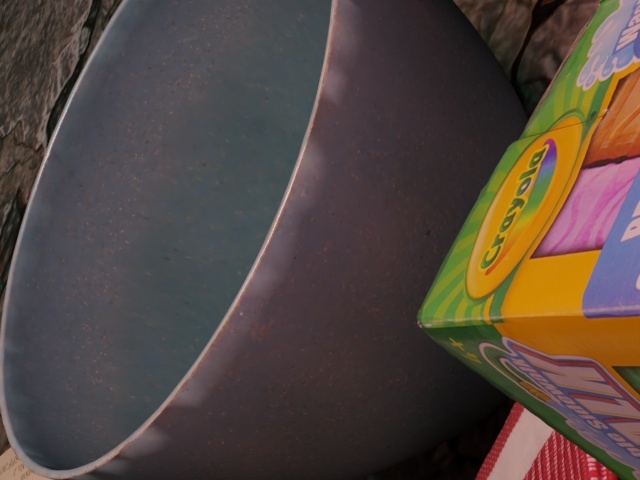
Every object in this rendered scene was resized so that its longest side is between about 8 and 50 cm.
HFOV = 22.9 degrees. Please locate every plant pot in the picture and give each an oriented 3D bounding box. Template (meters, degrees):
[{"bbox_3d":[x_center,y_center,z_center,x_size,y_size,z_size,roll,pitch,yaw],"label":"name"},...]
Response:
[{"bbox_3d":[0.000,0.000,0.752,0.290,0.195,0.290,-40,37,40],"label":"plant pot"}]

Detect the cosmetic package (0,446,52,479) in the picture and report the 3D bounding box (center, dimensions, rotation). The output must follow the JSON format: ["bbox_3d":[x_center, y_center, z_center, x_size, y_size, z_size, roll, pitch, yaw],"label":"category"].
[{"bbox_3d":[-0.143,0.264,0.895,0.160,0.113,0.309,-40,37,40],"label":"cosmetic package"}]

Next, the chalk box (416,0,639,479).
[{"bbox_3d":[0.160,-0.003,0.399,0.179,0.180,0.289,-58,14,-15],"label":"chalk box"}]

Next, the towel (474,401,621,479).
[{"bbox_3d":[0.081,0.218,0.541,0.237,0.037,0.329,107,167,-52],"label":"towel"}]
